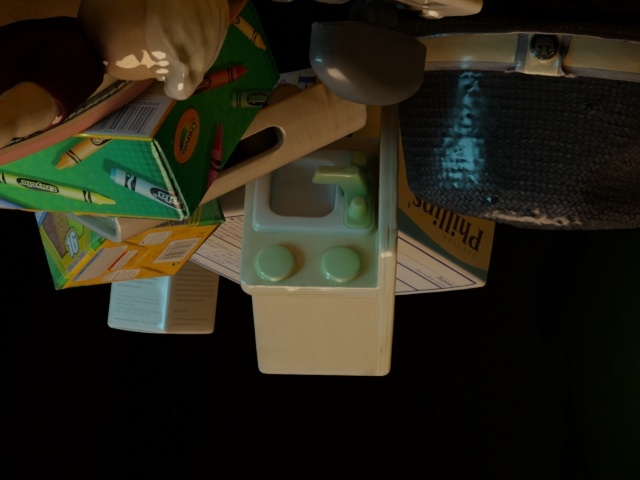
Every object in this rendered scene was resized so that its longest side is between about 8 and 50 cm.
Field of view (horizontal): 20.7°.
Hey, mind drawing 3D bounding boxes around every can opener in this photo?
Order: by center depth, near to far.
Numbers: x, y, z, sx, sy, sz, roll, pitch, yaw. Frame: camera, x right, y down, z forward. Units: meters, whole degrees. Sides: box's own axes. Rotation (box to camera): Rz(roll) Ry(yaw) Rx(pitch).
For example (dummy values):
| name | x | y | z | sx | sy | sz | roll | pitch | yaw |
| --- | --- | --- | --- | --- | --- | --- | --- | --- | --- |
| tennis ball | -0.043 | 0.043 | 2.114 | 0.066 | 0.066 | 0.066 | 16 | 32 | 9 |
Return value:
| name | x | y | z | sx | sy | sz | roll | pitch | yaw |
| --- | --- | --- | --- | --- | --- | --- | --- | --- | --- |
| can opener | -0.014 | -0.136 | 0.941 | 0.074 | 0.093 | 0.280 | 5 | 176 | 41 |

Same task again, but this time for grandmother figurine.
| name | x | y | z | sx | sy | sz | roll | pitch | yaw |
| --- | --- | --- | --- | --- | --- | --- | --- | --- | --- |
| grandmother figurine | -0.208 | -0.089 | 1.047 | 0.342 | 0.104 | 0.208 | -25 | -151 | -19 |

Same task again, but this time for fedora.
| name | x | y | z | sx | sy | sz | roll | pitch | yaw |
| --- | --- | --- | --- | --- | --- | --- | --- | --- | --- |
| fedora | 0.185 | -0.084 | 1.375 | 0.334 | 0.152 | 0.334 | 4 | 180 | 0 |

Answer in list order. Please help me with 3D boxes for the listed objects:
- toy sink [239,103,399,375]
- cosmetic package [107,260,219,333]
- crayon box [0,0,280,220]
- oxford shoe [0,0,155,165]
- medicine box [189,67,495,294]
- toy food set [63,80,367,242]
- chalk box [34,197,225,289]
| name | x | y | z | sx | sy | sz | roll | pitch | yaw |
| --- | --- | --- | --- | --- | --- | --- | --- | --- | --- |
| toy sink | 0.000 | 0.000 | 1.526 | 0.131 | 0.152 | 0.234 | 1 | 151 | 1 |
| cosmetic package | -0.172 | -0.010 | 2.014 | 0.085 | 0.231 | 0.117 | 4 | 179 | 25 |
| crayon box | -0.192 | -0.104 | 1.314 | 0.278 | 0.081 | 0.165 | 4 | -136 | 28 |
| oxford shoe | -0.298 | -0.131 | 1.164 | 0.397 | 0.140 | 0.146 | -11 | 146 | -10 |
| medicine box | -0.007 | -0.050 | 1.808 | 0.289 | 0.149 | 0.263 | -7 | 156 | 37 |
| toy food set | -0.118 | -0.099 | 1.459 | 0.220 | 0.092 | 0.306 | -27 | -163 | -16 |
| chalk box | -0.200 | -0.080 | 1.670 | 0.132 | 0.213 | 0.132 | -8 | 159 | -32 |
